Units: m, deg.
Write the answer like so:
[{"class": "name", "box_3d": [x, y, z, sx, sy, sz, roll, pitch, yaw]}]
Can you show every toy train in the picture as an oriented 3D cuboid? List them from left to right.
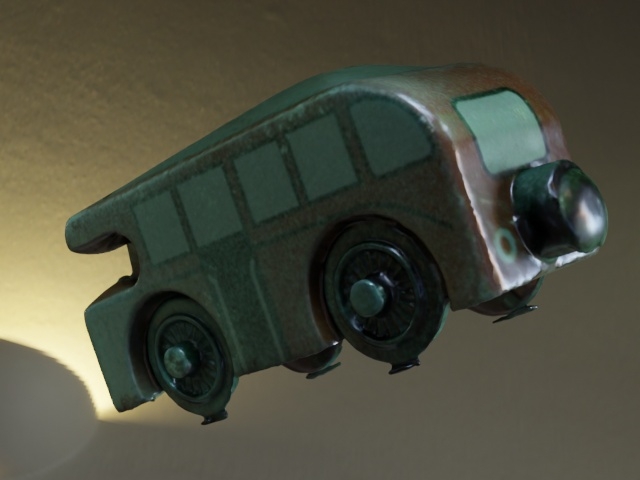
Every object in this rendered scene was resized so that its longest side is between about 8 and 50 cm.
[{"class": "toy train", "box_3d": [0.000, 0.000, 0.651, 0.326, 0.129, 0.159, -21, -90, 41]}]
